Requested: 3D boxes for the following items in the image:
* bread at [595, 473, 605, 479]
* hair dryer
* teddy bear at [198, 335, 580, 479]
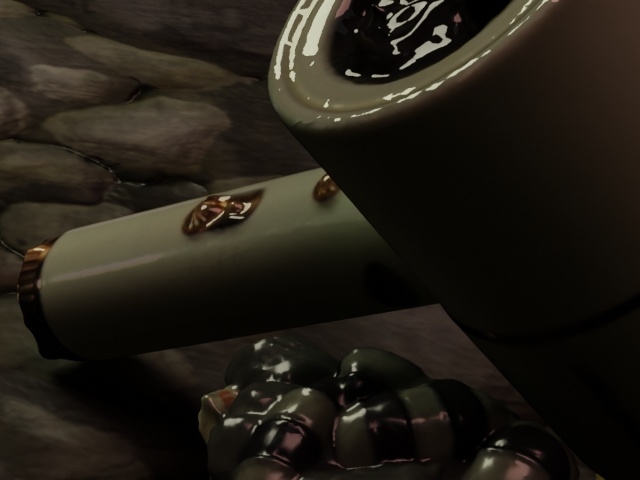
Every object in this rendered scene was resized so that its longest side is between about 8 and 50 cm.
[{"bbox_3d":[0.183,0.134,0.589,0.140,0.106,0.236,3,30,-12],"label":"bread"},{"bbox_3d":[0.000,0.000,0.622,0.362,0.203,0.128,-12,43,40],"label":"hair dryer"},{"bbox_3d":[0.014,0.135,0.481,0.171,0.144,0.251,18,30,6],"label":"teddy bear"}]
